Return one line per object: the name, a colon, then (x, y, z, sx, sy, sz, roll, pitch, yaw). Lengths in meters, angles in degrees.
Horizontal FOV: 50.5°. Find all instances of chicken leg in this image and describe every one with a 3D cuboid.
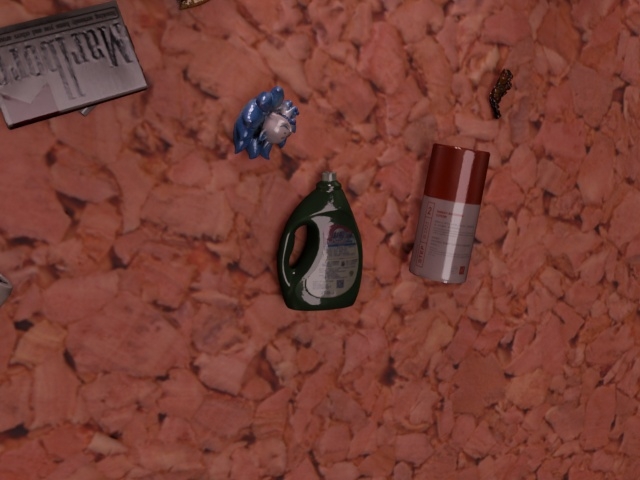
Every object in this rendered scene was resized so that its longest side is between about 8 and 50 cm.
chicken leg: (0.300, -0.248, 1.141, 0.036, 0.021, 0.083, 11, 99, -37)

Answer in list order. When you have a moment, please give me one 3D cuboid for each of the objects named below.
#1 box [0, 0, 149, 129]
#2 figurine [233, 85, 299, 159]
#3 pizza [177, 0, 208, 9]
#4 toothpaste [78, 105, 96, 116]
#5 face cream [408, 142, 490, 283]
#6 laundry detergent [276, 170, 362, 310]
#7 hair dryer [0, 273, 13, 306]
box: (-0.317, -0.217, 0.839, 0.177, 0.036, 0.115, -21, 101, -19)
figurine: (-0.081, -0.157, 0.949, 0.114, 0.079, 0.114, -46, 162, -20)
pizza: (-0.160, -0.348, 0.890, 0.100, 0.029, 0.099, 18, 96, -28)
toothpaste: (-0.284, -0.197, 0.880, 0.083, 0.015, 0.024, -52, 126, -11)
face cream: (0.210, -0.045, 1.107, 0.095, 0.096, 0.214, 5, 101, -26)
laundry detergent: (0.000, 0.000, 1.038, 0.137, 0.063, 0.211, -4, 104, -18)
hair dryer: (-0.510, 0.041, 0.814, 0.236, 0.073, 0.131, 39, 83, -19)
